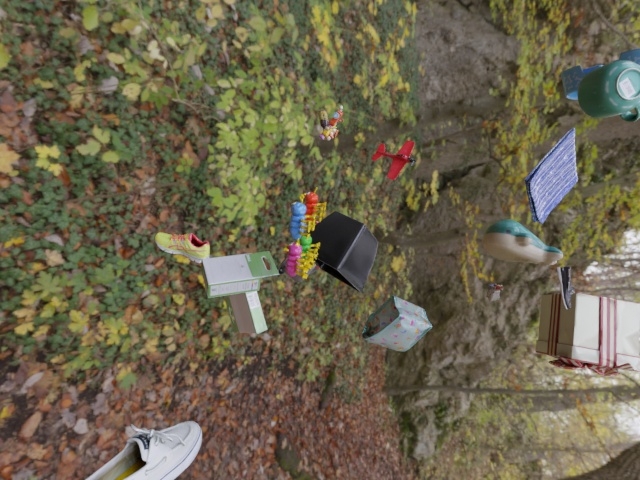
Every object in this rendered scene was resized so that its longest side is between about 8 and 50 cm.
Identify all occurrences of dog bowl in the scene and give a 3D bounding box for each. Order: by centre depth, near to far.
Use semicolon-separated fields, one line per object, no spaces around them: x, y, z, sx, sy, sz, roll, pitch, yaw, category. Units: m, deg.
0.858;-0.476;1.172;0.297;0.166;0.073;-166;-103;-64;dog bowl

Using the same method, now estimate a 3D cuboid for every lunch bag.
0.353;0.412;1.914;0.224;0.262;0.160;24;31;-25;lunch bag

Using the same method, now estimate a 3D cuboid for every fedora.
-0.073;0.105;1.894;0.124;0.275;0.244;50;41;10;fedora

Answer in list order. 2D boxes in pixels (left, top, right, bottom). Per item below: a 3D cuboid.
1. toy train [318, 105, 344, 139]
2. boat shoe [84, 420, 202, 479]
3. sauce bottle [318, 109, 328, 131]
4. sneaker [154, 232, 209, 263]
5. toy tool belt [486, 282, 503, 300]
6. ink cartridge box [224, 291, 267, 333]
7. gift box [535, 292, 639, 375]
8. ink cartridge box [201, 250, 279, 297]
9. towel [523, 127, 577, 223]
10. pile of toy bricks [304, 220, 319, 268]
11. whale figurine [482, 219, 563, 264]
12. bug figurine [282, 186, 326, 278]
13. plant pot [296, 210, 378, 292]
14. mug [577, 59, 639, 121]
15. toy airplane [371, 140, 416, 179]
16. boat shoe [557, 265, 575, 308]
0.050;-0.385;1.340;0.046;0.125;0.166;36;19;-6;toy train
-0.447;0.537;1.021;0.367;0.136;0.156;-20;113;-60;boat shoe
0.017;-0.539;1.827;0.042;0.042;0.128;70;8;-56;sauce bottle
-0.495;0.005;1.463;0.081;0.209;0.094;-83;-166;-60;sneaker
0.673;0.192;1.567;0.051;0.052;0.083;-100;-170;-52;toy tool belt
-0.314;0.299;1.674;0.235;0.056;0.171;-19;-93;56;ink cartridge box
0.916;0.324;1.390;0.276;0.256;0.257;60;39;-80;gift box
-0.242;0.099;1.209;0.109;0.210;0.062;-120;-148;-43;ink cartridge box
0.854;-0.219;1.471;0.040;0.243;0.336;43;3;40;towel
0.000;0.000;1.662;0.118;0.105;0.212;-104;-178;-62;pile of toy bricks
0.761;0.007;1.520;0.216;0.272;0.141;56;53;-65;whale figurine
-0.044;-0.022;1.030;0.279;0.072;0.216;-59;156;-75;bug figurine
0.069;0.023;1.241;0.188;0.166;0.187;29;-10;39;plant pot
0.749;-0.376;1.005;0.097;0.158;0.129;-117;-145;-82;mug
0.222;-0.256;1.222;0.028;0.151;0.151;53;27;-52;toy airplane
0.724;0.138;1.180;0.046;0.038;0.125;19;65;-56;boat shoe
